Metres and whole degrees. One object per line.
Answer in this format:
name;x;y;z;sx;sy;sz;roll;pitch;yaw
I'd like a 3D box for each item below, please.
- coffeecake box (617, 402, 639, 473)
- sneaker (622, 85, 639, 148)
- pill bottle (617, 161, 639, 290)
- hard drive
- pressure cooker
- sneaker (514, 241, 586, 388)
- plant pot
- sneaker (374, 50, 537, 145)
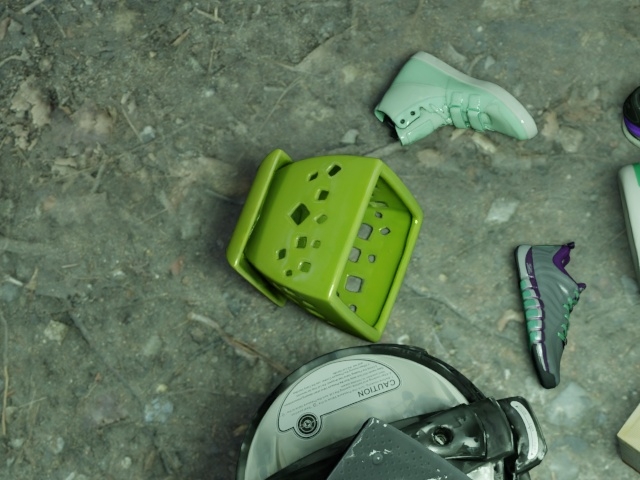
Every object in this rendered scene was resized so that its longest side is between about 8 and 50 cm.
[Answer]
coffeecake box;0.471;0.244;1.802;0.068;0.185;0.142;35;83;23
sneaker;0.582;-0.170;1.946;0.293;0.146;0.102;10;73;18
pill bottle;0.611;-0.039;1.859;0.361;0.204;0.204;-11;68;11
hard drive;0.107;0.330;1.517;0.255;0.054;0.172;37;84;-12
pressure cooker;0.091;0.329;1.741;0.376;0.420;0.369;24;79;21
sneaker;0.344;0.103;1.945;0.098;0.083;0.223;-9;68;6
plant pot;0.000;0.000;1.999;0.207;0.227;0.228;13;75;26
sneaker;0.204;-0.181;2.075;0.256;0.094;0.151;31;75;32
